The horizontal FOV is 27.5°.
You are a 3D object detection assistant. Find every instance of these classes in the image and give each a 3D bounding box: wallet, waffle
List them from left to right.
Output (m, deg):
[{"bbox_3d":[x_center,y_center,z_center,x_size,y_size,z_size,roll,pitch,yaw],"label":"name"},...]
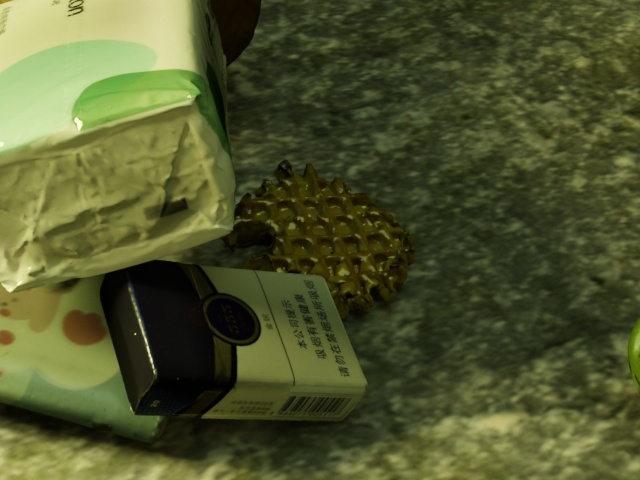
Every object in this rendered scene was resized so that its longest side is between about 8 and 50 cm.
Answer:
[{"bbox_3d":[-0.320,0.073,1.377,0.360,0.083,0.252,18,39,-10],"label":"wallet"},{"bbox_3d":[0.000,0.000,1.585,0.231,0.051,0.228,24,40,11],"label":"waffle"}]

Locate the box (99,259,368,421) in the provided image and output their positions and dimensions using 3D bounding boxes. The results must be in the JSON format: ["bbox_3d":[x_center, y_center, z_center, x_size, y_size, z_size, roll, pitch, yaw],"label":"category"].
[{"bbox_3d":[-0.092,0.105,1.369,0.259,0.071,0.168,7,44,-35],"label":"box"}]

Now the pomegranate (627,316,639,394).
[{"bbox_3d":[0.447,0.152,1.428,0.211,0.211,0.263,-5,73,-19],"label":"pomegranate"}]

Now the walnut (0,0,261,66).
[{"bbox_3d":[-0.254,-0.345,1.666,0.354,0.398,0.308,15,78,23],"label":"walnut"}]

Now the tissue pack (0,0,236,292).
[{"bbox_3d":[-0.230,-0.134,1.376,0.266,0.194,0.356,-15,35,4],"label":"tissue pack"}]
